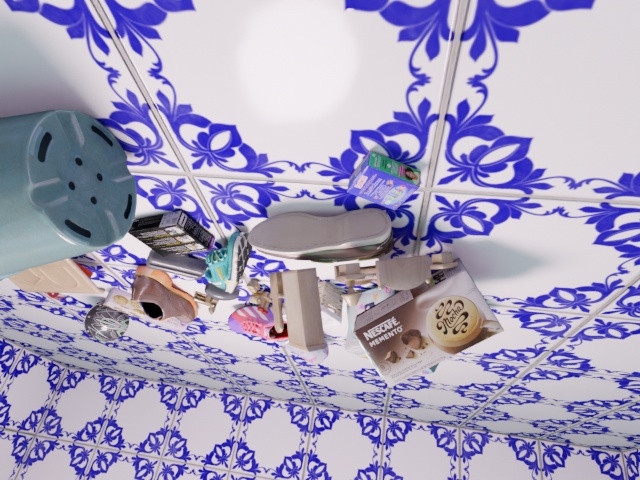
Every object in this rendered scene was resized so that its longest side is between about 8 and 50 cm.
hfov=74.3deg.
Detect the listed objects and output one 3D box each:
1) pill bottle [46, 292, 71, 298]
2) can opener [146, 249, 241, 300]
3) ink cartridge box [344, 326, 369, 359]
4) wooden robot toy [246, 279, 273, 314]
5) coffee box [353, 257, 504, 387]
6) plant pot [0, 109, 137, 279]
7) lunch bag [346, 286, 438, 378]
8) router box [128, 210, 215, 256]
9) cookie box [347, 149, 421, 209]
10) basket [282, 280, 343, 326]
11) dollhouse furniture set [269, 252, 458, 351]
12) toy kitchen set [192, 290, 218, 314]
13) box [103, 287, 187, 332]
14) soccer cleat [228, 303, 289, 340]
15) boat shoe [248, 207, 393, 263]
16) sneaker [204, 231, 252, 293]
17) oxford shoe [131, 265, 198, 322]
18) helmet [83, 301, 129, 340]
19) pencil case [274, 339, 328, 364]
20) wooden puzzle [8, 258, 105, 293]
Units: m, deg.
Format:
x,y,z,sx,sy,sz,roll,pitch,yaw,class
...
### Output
x,y,z,sx,sy,sz,roll,pitch,yaw,class
-0.923,0.159,1.520,0.152,0.086,0.086,-19,138,39,pill bottle
-0.370,0.107,1.248,0.283,0.095,0.076,17,149,-23,can opener
0.191,0.321,1.398,0.176,0.128,0.127,24,147,-23,ink cartridge box
-0.203,0.189,1.366,0.079,0.076,0.173,5,150,32,wooden robot toy
0.247,0.195,1.007,0.297,0.119,0.168,-32,94,14,coffee box
-0.567,-0.085,0.796,0.334,0.341,0.341,-7,146,14,plant pot
0.207,0.249,1.209,0.262,0.160,0.223,56,142,-3,lunch bag
-0.389,-0.013,1.104,0.178,0.046,0.133,-7,146,27,router box
0.117,-0.110,0.791,0.107,0.040,0.092,19,149,-15,cookie box
-0.024,0.197,1.285,0.167,0.103,0.113,-16,140,36,basket
0.093,0.139,1.003,0.355,0.174,0.303,-4,176,-25,dollhouse furniture set
-0.397,0.211,1.458,0.075,0.068,0.083,25,146,-22,toy kitchen set
-0.679,0.279,1.664,0.324,0.067,0.063,32,143,-30,box
-0.195,0.289,1.450,0.318,0.116,0.109,-5,113,21,soccer cleat
0.000,0.000,0.943,0.324,0.117,0.097,-5,143,14,boat shoe
-0.256,0.061,1.132,0.110,0.107,0.275,25,144,-7,sneaker
-0.545,0.226,1.465,0.129,0.133,0.364,0,148,16,oxford shoe
-0.867,0.329,1.712,0.169,0.169,0.161,30,160,-29,helmet
-0.075,0.378,1.593,0.124,0.114,0.273,-3,147,32,pencil case
-0.889,0.052,1.314,0.322,0.081,0.348,0,141,16,wooden puzzle
